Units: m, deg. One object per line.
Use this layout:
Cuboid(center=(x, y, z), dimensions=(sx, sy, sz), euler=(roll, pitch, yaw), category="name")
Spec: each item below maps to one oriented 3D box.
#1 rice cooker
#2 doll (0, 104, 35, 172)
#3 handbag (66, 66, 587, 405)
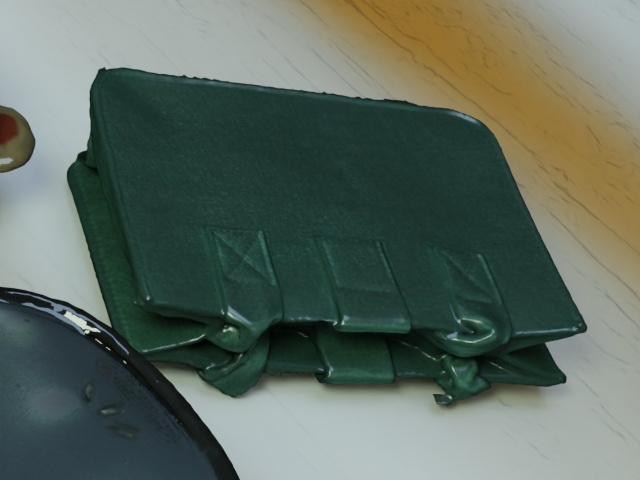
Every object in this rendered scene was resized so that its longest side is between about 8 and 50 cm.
Cuboid(center=(-0.167, 0.168, 0.876), dimensions=(0.267, 0.224, 0.267), euler=(14, 37, -11), category="rice cooker")
Cuboid(center=(-0.320, -0.064, 1.126), dimensions=(0.235, 0.174, 0.330), euler=(34, 33, 7), category="doll")
Cuboid(center=(-0.001, 0.000, 1.292), dimensions=(0.326, 0.089, 0.238), euler=(6, 40, -25), category="handbag")
